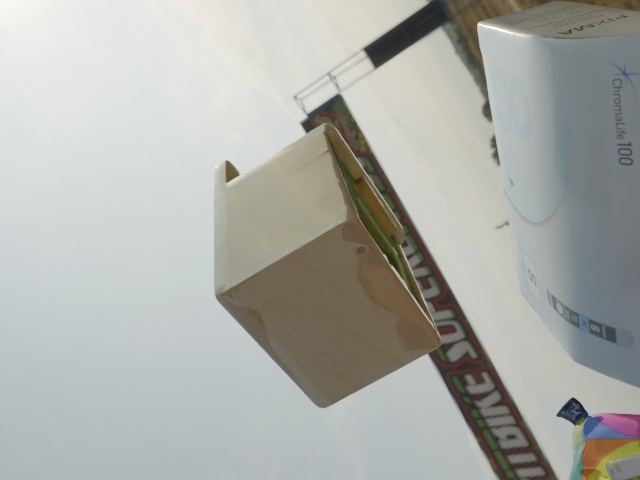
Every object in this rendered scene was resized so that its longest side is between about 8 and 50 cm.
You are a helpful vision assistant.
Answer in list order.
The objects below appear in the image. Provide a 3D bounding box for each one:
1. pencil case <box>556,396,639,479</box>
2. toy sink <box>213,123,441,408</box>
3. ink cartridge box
[{"bbox_3d":[0.164,0.200,0.332,0.104,0.104,0.236,44,-127,-38],"label":"pencil case"},{"bbox_3d":[0.000,0.000,0.595,0.153,0.131,0.234,53,-168,-30],"label":"toy sink"},{"bbox_3d":[0.238,-0.010,0.508,0.385,0.091,0.308,-97,-8,-66],"label":"ink cartridge box"}]
